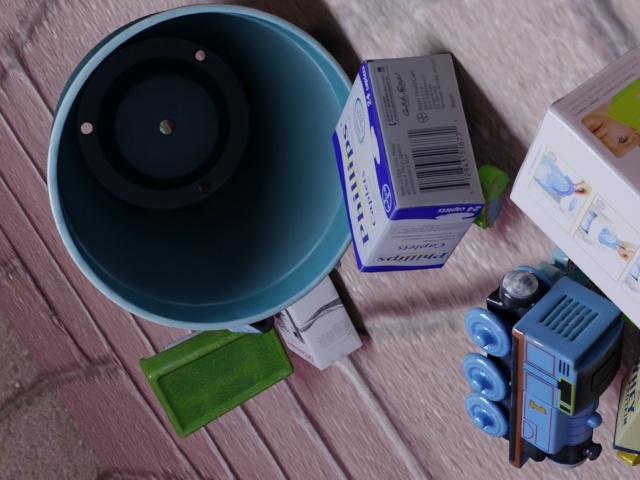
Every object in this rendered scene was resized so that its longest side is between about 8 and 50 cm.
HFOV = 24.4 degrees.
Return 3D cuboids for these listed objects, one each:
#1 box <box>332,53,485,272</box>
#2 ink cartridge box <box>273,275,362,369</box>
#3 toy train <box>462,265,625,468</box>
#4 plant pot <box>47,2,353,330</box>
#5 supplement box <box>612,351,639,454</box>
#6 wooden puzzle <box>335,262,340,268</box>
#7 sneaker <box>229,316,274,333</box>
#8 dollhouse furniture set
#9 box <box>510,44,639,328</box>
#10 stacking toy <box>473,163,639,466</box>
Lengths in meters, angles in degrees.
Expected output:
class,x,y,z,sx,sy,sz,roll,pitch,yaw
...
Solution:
class,x,y,z,sx,sy,sz,roll,pitch,yaw
box,0.064,-0.056,1.137,0.137,0.072,0.126,113,149,-66
ink cartridge box,-0.022,0.059,1.562,0.135,0.056,0.099,64,165,-20
toy train,0.163,0.099,1.085,0.105,0.080,0.184,33,147,31
plant pot,-0.122,-0.086,1.325,0.272,0.271,0.255,64,172,-20
supplement box,0.253,0.113,1.015,0.083,0.056,0.083,13,151,2
wooden puzzle,0.000,0.000,1.511,0.049,0.006,0.083,38,153,38
sneaker,-0.089,0.032,1.530,0.073,0.063,0.162,18,144,48
dollhouse furniture set,-0.173,0.031,1.663,0.302,0.151,0.197,67,172,-31
box,0.227,-0.009,0.861,0.203,0.114,0.103,48,156,18
stacking toy,0.192,0.054,1.131,0.167,0.052,0.221,34,149,40
